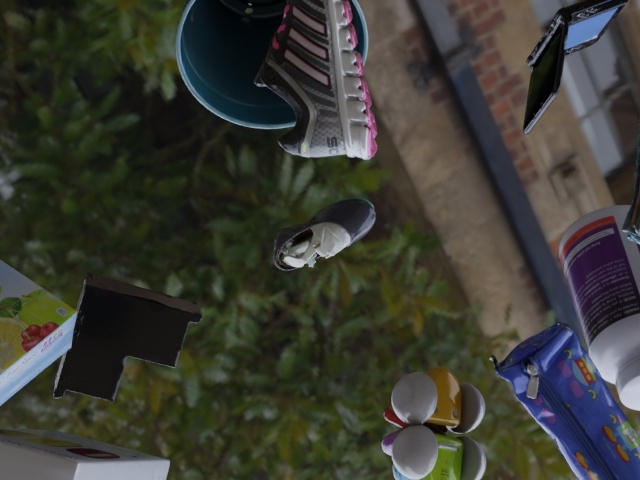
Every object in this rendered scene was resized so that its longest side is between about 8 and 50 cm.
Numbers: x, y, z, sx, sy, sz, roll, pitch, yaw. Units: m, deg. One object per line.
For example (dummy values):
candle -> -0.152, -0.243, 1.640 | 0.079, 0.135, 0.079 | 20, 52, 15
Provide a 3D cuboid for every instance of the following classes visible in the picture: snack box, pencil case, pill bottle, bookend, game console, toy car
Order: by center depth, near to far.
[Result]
game console -> 0.229, -0.160, 1.155 | 0.107, 0.071, 0.122 | -21, 169, -10
snack box -> -0.409, 0.091, 1.439 | 0.207, 0.070, 0.174 | 31, -138, 14
bookend -> -0.254, 0.142, 1.690 | 0.157, 0.156, 0.072 | 15, -172, -12
pencil case -> 0.366, 0.260, 1.785 | 0.119, 0.306, 0.133 | -36, 172, 24
toy car -> 0.148, 0.277, 1.851 | 0.136, 0.159, 0.182 | -17, -116, 42
pill bottle -> 0.510, 0.110, 2.105 | 0.181, 0.181, 0.323 | -21, -131, 15

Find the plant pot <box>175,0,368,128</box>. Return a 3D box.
plant pot -> -0.081, -0.347, 1.904 | 0.271, 0.272, 0.255 | -23, -143, 10

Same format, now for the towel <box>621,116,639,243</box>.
towel -> 0.426, -0.093, 1.304 | 0.040, 0.271, 0.370 | -33, -146, 49

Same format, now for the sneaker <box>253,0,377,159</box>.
sneaker -> -0.013, -0.132, 0.864 | 0.074, 0.170, 0.063 | -12, -172, 6

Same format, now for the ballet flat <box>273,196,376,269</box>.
ballet flat -> 0.000, 0.000, 1.801 | 0.203, 0.074, 0.074 | -22, -160, 48

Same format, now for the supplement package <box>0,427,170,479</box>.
supplement package -> -0.246, 0.246, 1.148 | 0.139, 0.134, 0.244 | 12, 173, 12
